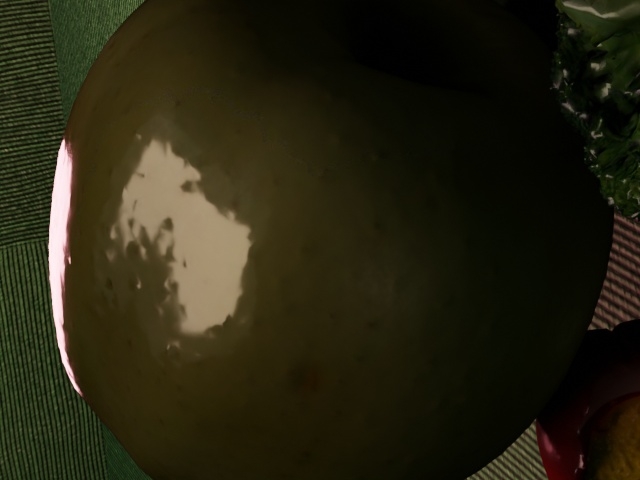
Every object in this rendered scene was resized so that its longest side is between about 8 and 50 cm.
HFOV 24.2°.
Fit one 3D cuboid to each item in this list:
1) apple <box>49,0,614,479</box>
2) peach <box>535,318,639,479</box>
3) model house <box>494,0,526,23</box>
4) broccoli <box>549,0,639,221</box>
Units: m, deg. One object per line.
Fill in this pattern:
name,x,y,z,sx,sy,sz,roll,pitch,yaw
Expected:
apple,0.000,0.000,1.185,0.473,0.473,0.474,167,90,-68
peach,0.275,0.174,1.182,0.196,0.190,0.226,111,145,-44
model house,0.110,-0.158,1.408,0.189,0.195,0.214,39,140,45
broccoli,0.269,-0.134,0.912,0.297,0.297,0.297,-6,80,33
